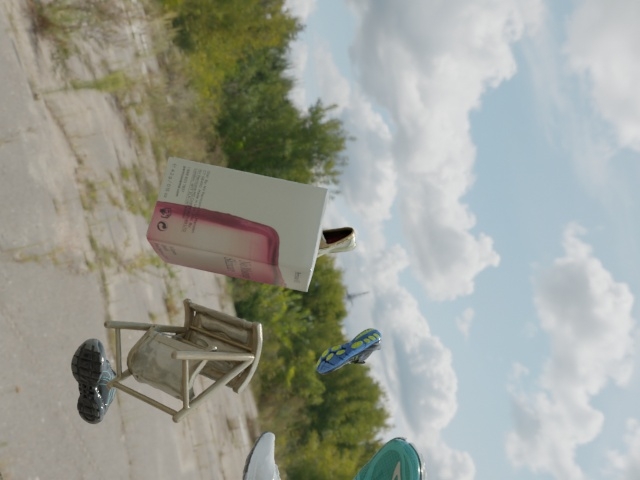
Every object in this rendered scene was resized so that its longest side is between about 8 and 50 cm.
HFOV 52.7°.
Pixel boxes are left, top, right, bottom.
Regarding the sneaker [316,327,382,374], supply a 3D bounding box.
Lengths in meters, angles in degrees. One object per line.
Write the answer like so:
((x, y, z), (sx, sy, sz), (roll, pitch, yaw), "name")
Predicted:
((0.078, 0.295, 1.648), (0.067, 0.188, 0.078), (45, -22, 54), "sneaker")

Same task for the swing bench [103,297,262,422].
((-0.307, 0.258, 1.459), (0.253, 0.255, 0.165), (12, -74, 37), "swing bench")

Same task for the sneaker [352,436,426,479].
((0.050, 0.405, 0.933), (0.107, 0.275, 0.110), (37, -2, 39), "sneaker")

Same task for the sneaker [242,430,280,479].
((-0.141, 0.642, 1.648), (0.111, 0.129, 0.297), (112, -14, -69), "sneaker")

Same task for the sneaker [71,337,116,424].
((-0.633, 0.383, 1.822), (0.106, 0.101, 0.267), (-45, 147, -62), "sneaker")

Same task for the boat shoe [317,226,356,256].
((0.000, 0.000, 1.189), (0.045, 0.135, 0.050), (91, -18, -46), "boat shoe")

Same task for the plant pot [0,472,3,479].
((-0.725, 0.567, 1.282), (0.284, 0.191, 0.284), (26, -56, 46), "plant pot")

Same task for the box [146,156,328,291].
((-0.115, -0.018, 0.946), (0.148, 0.232, 0.126), (101, 1, -74), "box")
